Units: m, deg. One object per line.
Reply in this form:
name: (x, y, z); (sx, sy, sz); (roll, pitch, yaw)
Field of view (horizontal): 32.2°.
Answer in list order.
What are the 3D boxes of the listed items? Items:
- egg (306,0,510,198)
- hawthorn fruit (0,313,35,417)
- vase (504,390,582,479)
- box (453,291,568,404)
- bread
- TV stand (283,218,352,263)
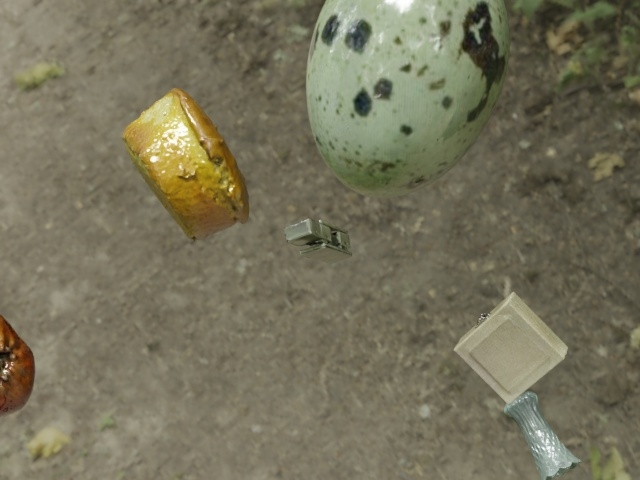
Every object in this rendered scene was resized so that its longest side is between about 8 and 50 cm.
egg: (0.120, -0.248, 1.605); (0.287, 0.287, 0.379); (40, 107, 55)
hawthorn fruit: (-0.348, 0.128, 1.103); (0.128, 0.128, 0.128); (-22, 35, 16)
vase: (0.372, 0.331, 1.887); (0.081, 0.081, 0.149); (-30, 69, 5)
box: (0.186, 0.105, 1.094); (0.079, 0.083, 0.035); (-45, -2, 25)
bread: (-0.213, -0.116, 1.810); (0.145, 0.268, 0.268); (-33, 33, -7)
TV stand: (0.000, 0.000, 1.442); (0.036, 0.042, 0.249); (-16, -7, 11)
